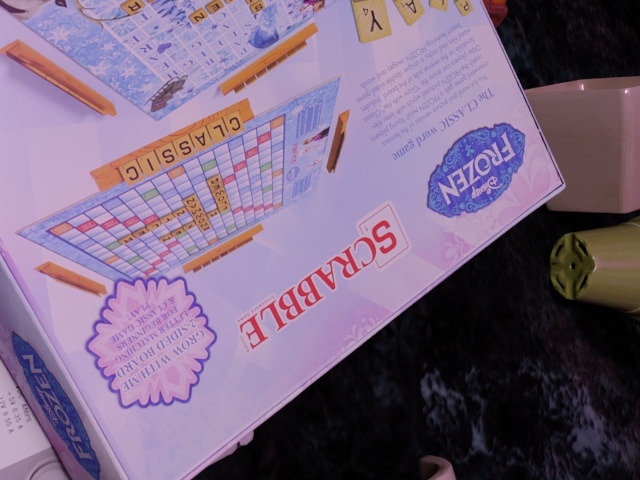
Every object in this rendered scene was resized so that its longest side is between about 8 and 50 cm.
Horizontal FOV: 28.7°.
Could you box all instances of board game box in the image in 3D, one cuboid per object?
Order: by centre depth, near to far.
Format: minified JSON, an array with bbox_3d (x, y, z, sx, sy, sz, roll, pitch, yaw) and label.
[{"bbox_3d":[-0.054,-0.089,0.616,0.318,0.066,0.318,-34,104,-32],"label":"board game box"}]

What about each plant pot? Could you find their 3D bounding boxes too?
[{"bbox_3d":[0.221,-0.074,0.968,0.109,0.109,0.096,-15,103,-44],"label":"plant pot"},{"bbox_3d":[0.222,0.020,0.969,0.079,0.083,0.083,2,79,-30],"label":"plant pot"}]

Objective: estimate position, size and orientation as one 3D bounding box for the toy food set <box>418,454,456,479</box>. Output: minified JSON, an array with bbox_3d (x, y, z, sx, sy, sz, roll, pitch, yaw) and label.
[{"bbox_3d":[-0.013,0.273,0.689,0.306,0.092,0.220,-18,93,-36],"label":"toy food set"}]

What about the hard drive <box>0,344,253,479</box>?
[{"bbox_3d":[-0.197,0.046,0.573,0.339,0.064,0.237,-20,95,-45],"label":"hard drive"}]

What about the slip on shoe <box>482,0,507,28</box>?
[{"bbox_3d":[0.080,-0.166,0.849,0.101,0.123,0.331,53,46,-26],"label":"slip on shoe"}]
